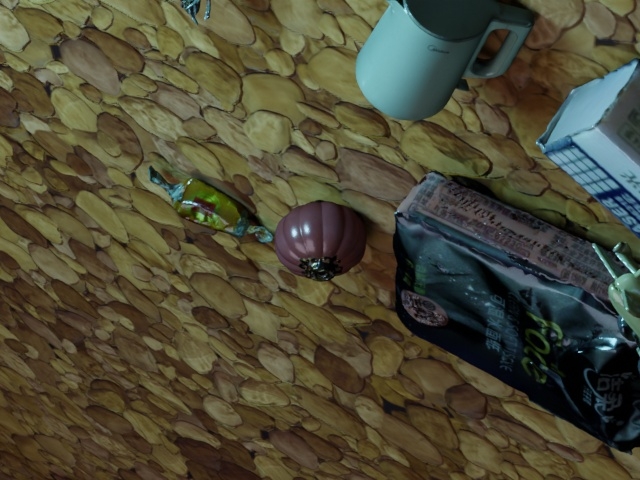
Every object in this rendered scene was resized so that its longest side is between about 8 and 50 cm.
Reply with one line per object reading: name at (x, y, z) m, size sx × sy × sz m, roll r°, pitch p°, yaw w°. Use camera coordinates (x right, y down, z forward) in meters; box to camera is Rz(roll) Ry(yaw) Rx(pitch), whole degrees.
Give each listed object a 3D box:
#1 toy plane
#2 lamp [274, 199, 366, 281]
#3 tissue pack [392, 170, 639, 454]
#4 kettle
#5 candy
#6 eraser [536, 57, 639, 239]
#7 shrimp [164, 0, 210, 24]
toy plane at (0.345, 0.099, 1.872) m, size 0.244 × 0.092 × 0.229 m, roll 43°, pitch -164°, yaw -31°
lamp at (0.000, 0.000, 2.273) m, size 0.107 × 0.092 × 0.107 m, roll -3°, pitch 150°, yaw -2°
tissue pack at (0.231, 0.073, 2.092) m, size 0.332 × 0.123 × 0.245 m, roll 27°, pitch 154°, yaw 17°
kettle at (0.109, -0.181, 1.850) m, size 0.127 × 0.098 × 0.148 m, roll 39°, pitch 150°, yaw 4°
candy at (-0.140, -0.040, 2.420) m, size 0.182 × 0.046 × 0.053 m, roll 28°, pitch 154°, yaw 9°
eraser at (0.345, -0.034, 1.824) m, size 0.287 × 0.086 × 0.130 m, roll 41°, pitch 159°, yaw -12°
shrimp at (-0.118, -0.289, 1.963) m, size 0.082 × 0.076 × 0.174 m, roll 53°, pitch 152°, yaw 24°
